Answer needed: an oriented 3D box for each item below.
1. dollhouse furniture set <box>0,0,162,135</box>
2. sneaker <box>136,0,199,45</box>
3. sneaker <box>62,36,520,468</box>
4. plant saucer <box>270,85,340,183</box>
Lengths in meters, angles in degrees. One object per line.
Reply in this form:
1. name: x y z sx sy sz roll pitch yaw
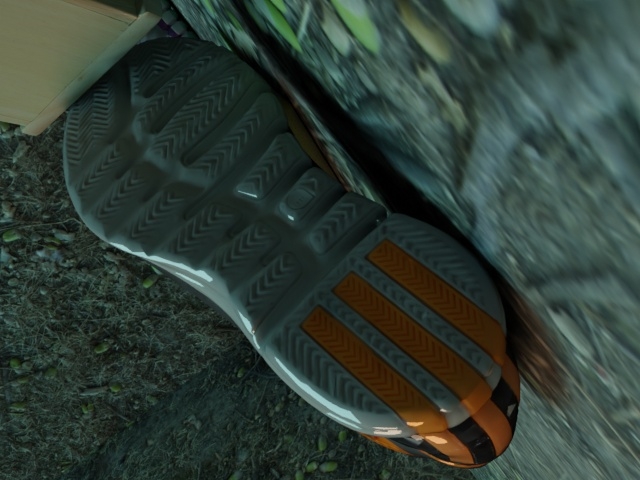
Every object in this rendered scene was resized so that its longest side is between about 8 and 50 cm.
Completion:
1. dollhouse furniture set: -0.191 -0.254 0.391 0.198 0.286 0.303 7 -117 -46
2. sneaker: -0.196 -0.222 0.908 0.224 0.098 0.083 54 177 7
3. sneaker: -0.021 0.018 0.456 0.321 0.124 0.180 45 173 33
4. plant saucer: -0.032 -0.065 0.632 0.188 0.045 0.188 56 176 -35
